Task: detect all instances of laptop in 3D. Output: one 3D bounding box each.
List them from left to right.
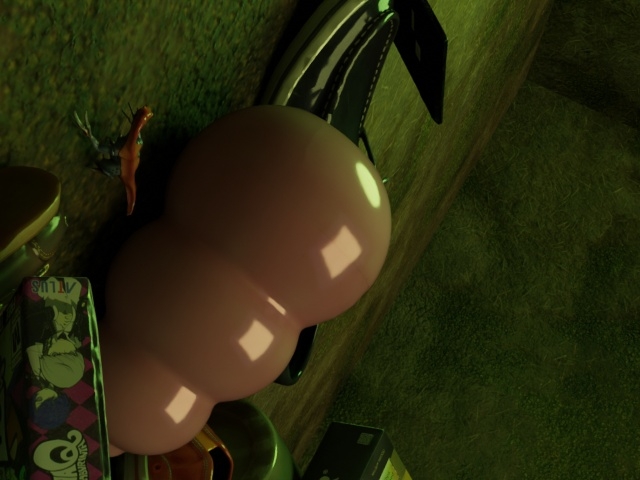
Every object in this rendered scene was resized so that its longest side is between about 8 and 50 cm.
[{"bbox_3d":[0.145,-0.317,0.966,0.136,0.264,0.234,-24,164,1],"label":"laptop"}]

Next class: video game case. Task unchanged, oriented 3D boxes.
[{"bbox_3d":[-0.177,0.161,0.461,0.041,0.210,0.232,5,151,-33],"label":"video game case"}]

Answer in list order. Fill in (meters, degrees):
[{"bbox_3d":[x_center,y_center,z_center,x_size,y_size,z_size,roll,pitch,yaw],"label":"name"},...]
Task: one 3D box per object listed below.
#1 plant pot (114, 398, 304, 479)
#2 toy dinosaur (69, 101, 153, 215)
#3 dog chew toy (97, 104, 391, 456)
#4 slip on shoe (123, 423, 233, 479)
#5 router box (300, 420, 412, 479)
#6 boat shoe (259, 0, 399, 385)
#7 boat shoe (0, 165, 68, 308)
[{"bbox_3d":[-0.132,0.355,1.007,0.323,0.323,0.280,-50,147,-43],"label":"plant pot"},{"bbox_3d":[-0.132,-0.065,0.566,0.047,0.090,0.082,-45,-155,-24],"label":"toy dinosaur"},{"bbox_3d":[-0.088,0.044,0.702,0.332,0.206,0.206,-52,166,-10],"label":"dog chew toy"},{"bbox_3d":[-0.136,0.215,0.770,0.331,0.101,0.123,-112,-158,-58],"label":"slip on shoe"},{"bbox_3d":[0.025,0.411,0.939,0.309,0.081,0.243,-57,133,-36],"label":"router box"},{"bbox_3d":[-0.006,-0.047,0.913,0.187,0.156,0.500,-29,144,-64],"label":"boat shoe"},{"bbox_3d":[-0.215,0.033,0.441,0.207,0.073,0.073,-45,157,-51],"label":"boat shoe"}]
